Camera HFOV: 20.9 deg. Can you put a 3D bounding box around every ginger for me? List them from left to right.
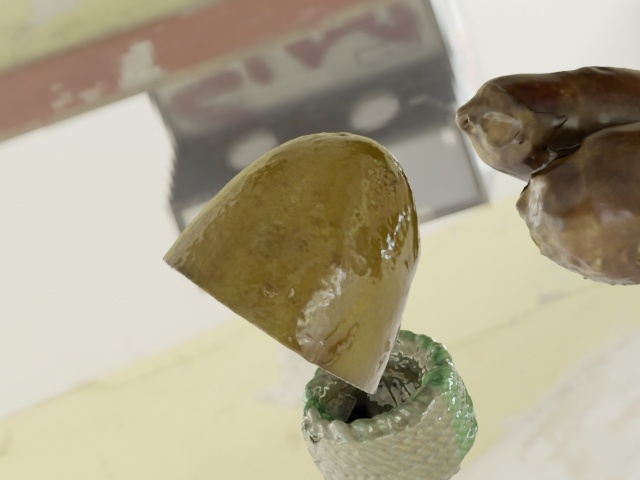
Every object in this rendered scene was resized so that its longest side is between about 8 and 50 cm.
[{"bbox_3d":[0.344,-0.049,1.608,0.418,0.176,0.254,2,-141,-33],"label":"ginger"}]

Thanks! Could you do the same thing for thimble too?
[{"bbox_3d":[0.086,0.229,2.215,0.219,0.150,0.219,-18,-149,11],"label":"thimble"}]

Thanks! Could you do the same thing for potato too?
[{"bbox_3d":[0.000,0.000,1.210,0.178,0.158,0.203,31,-178,30],"label":"potato"}]
